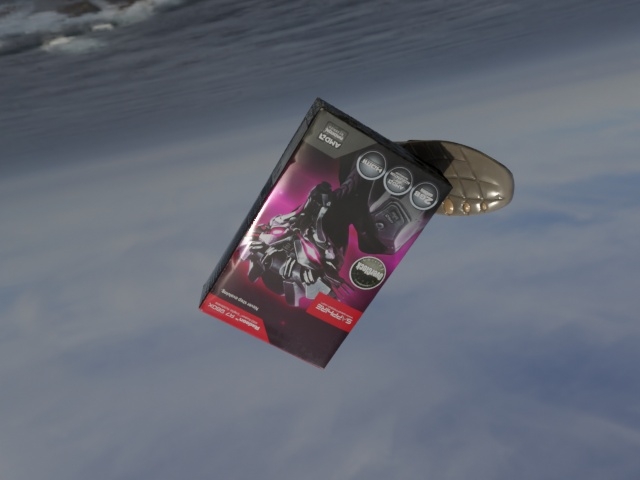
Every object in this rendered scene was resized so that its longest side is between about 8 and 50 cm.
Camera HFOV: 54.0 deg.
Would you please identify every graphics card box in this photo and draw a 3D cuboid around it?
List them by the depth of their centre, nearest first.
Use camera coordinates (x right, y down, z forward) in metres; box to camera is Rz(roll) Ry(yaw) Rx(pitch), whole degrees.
[{"bbox_3d":[0.000,0.000,0.966,0.233,0.371,0.094,29,-163,-14],"label":"graphics card box"}]

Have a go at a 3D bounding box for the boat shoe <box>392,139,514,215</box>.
[{"bbox_3d":[0.173,-0.120,1.063,0.324,0.123,0.116,15,-159,30],"label":"boat shoe"}]
